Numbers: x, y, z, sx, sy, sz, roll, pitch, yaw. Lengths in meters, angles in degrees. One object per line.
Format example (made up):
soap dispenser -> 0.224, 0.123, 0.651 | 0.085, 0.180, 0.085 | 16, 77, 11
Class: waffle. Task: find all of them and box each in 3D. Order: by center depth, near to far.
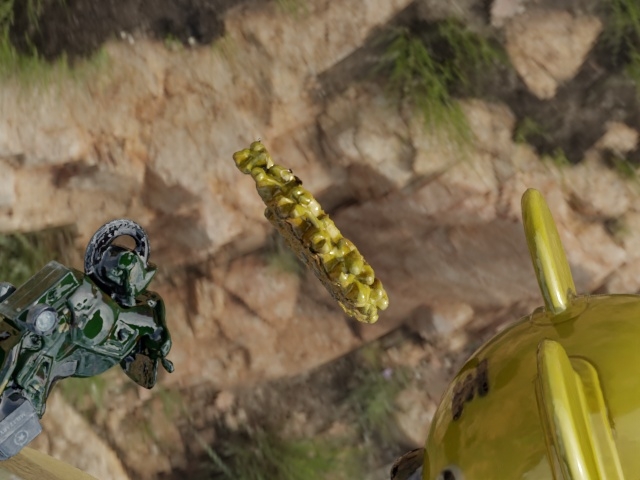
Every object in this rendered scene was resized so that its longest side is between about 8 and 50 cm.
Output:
waffle -> 0.000, 0.000, 1.825 | 0.069, 0.260, 0.293 | -40, 164, -3

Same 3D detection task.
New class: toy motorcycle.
toy motorcycle -> -0.257, 0.115, 1.386 | 0.274, 0.124, 0.187 | -41, 130, -23

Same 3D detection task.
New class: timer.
timer -> 0.230, 0.179, 1.153 | 0.376, 0.376, 0.387 | -27, 117, 0

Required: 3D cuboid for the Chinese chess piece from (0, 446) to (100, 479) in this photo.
Chinese chess piece -> -0.320, 0.305, 1.558 | 0.250, 0.251, 0.097 | 28, 86, -31
